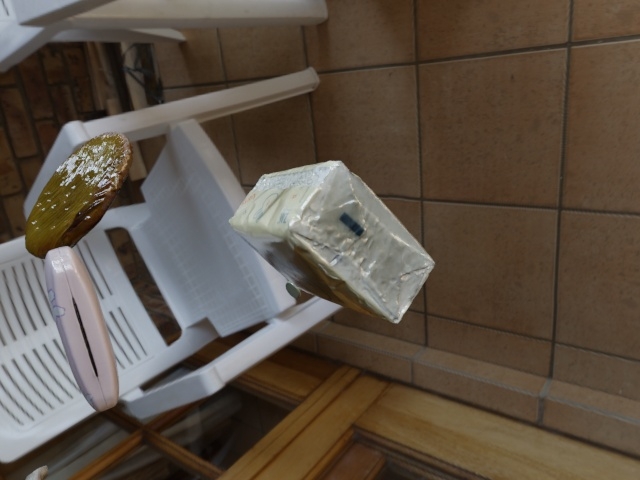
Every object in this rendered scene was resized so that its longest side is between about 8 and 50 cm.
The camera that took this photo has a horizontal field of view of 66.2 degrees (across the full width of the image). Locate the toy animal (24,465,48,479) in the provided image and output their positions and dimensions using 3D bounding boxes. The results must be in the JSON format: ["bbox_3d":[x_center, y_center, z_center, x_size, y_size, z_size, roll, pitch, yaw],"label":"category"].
[{"bbox_3d":[-0.529,0.581,0.825,0.303,0.194,0.344,51,175,13],"label":"toy animal"}]

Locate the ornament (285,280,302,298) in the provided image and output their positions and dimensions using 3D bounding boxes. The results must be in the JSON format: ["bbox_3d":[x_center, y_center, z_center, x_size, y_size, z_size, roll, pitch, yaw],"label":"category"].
[{"bbox_3d":[-0.016,0.055,0.767,0.068,0.092,0.041,23,143,-7],"label":"ornament"}]

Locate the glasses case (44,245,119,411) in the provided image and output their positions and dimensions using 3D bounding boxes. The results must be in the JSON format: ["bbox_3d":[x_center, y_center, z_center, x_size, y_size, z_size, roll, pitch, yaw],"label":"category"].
[{"bbox_3d":[-0.414,0.156,0.857,0.113,0.075,0.297,10,115,61],"label":"glasses case"}]

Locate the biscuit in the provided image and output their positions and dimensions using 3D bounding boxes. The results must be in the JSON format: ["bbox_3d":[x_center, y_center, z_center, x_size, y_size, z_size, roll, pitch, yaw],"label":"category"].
[{"bbox_3d":[-0.519,-0.104,1.045,0.317,0.318,0.040,1,150,39],"label":"biscuit"}]

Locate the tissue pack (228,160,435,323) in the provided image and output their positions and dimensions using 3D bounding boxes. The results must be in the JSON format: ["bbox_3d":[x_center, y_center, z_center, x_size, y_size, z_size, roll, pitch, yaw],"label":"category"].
[{"bbox_3d":[0.000,0.000,0.514,0.148,0.092,0.196,42,167,-21],"label":"tissue pack"}]
